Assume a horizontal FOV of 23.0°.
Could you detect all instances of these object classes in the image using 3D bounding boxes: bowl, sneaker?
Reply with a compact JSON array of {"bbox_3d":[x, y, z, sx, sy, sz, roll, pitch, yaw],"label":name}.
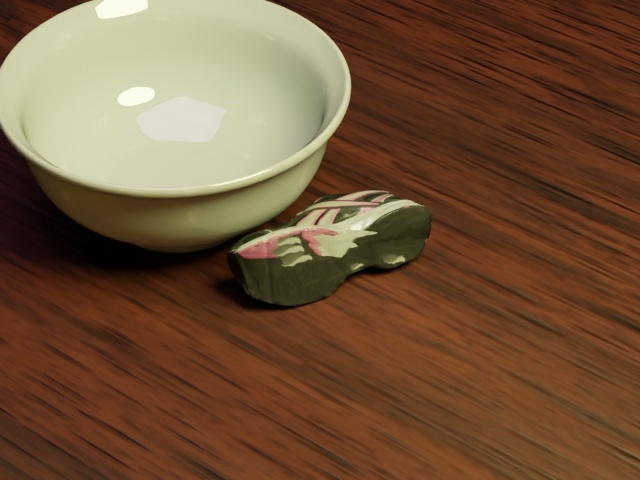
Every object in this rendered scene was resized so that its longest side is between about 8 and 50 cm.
[{"bbox_3d":[-0.122,-0.084,1.345,0.297,0.134,0.298,0,40,0],"label":"bowl"},{"bbox_3d":[0.000,0.000,1.314,0.178,0.072,0.077,-12,30,-26],"label":"sneaker"}]
